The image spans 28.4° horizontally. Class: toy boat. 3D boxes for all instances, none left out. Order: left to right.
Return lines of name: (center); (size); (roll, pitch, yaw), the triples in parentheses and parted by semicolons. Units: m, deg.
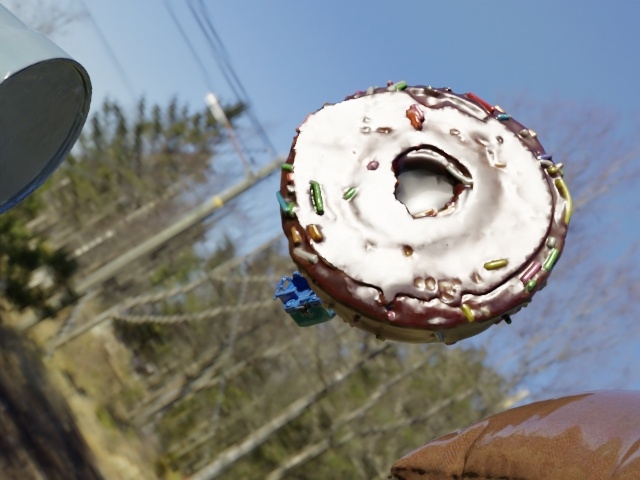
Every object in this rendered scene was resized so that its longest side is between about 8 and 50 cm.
toy boat: (0.000, 0.000, 1.347); (0.110, 0.091, 0.175); (56, 38, -22)

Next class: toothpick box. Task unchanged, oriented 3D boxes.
toothpick box: (-0.199, -0.090, 0.606); (0.153, 0.101, 0.101); (41, -13, 16)

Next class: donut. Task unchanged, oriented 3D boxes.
donut: (0.080, -0.020, 1.009); (0.235, 0.235, 0.089); (55, -18, 25)

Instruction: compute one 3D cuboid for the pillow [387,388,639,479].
pillow: (0.243, 0.133, 0.652); (0.305, 0.308, 0.108); (-5, -98, 60)
